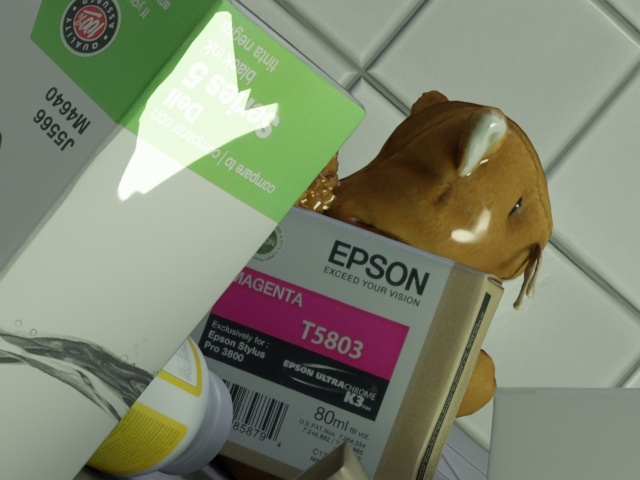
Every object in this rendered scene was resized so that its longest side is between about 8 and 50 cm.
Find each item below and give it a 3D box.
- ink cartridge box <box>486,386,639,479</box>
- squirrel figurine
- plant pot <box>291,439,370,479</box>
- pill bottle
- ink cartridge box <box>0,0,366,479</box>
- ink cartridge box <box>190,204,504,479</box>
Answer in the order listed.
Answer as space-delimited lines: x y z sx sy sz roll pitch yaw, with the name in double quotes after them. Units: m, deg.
0.159 0.194 0.750 0.119 0.353 0.207 -2 -22 29 "ink cartridge box"
0.000 0.000 1.377 0.397 0.370 0.281 40 3 -11 "squirrel figurine"
0.002 0.204 1.029 0.096 0.109 0.109 52 3 0 "plant pot"
-0.133 0.086 0.992 0.103 0.103 0.184 43 3 37 "pill bottle"
-0.147 -0.017 0.682 0.198 0.273 0.115 42 6 37 "ink cartridge box"
-0.008 0.079 1.196 0.234 0.193 0.088 19 -2 16 "ink cartridge box"
